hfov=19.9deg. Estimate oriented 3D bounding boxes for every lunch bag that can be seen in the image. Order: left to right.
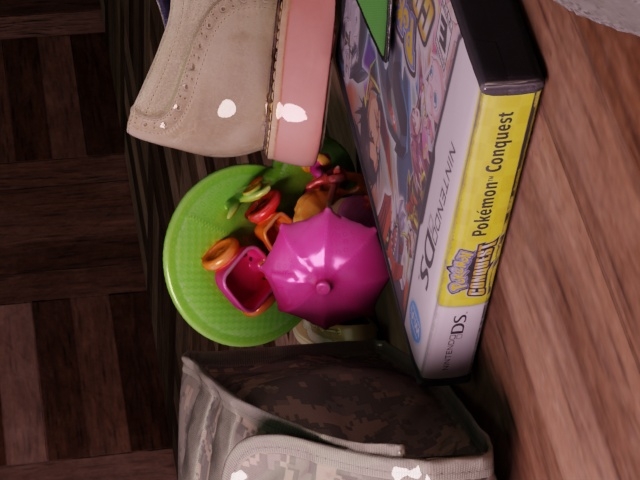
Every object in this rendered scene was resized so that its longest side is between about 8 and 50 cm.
[{"bbox_3d":[0.015,0.202,1.067,0.287,0.169,0.235,-155,63,-69],"label":"lunch bag"}]

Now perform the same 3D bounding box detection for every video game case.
[{"bbox_3d":[0.057,-0.098,1.036,0.248,0.035,0.274,97,164,-50],"label":"video game case"}]

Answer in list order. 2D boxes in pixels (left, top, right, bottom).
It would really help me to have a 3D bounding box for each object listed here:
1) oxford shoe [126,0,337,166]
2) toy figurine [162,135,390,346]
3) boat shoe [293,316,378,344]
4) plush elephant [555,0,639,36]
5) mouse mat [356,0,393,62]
[{"bbox_3d":[-0.061,-0.248,1.235,0.140,0.147,0.396,102,169,-72],"label":"oxford shoe"},{"bbox_3d":[0.000,0.000,1.227,0.130,0.173,0.159,51,160,-22],"label":"toy figurine"},{"bbox_3d":[0.015,0.060,1.322,0.135,0.050,0.045,-143,53,-65],"label":"boat shoe"},{"bbox_3d":[0.030,-0.269,0.594,0.272,0.255,0.330,19,161,37],"label":"plush elephant"},{"bbox_3d":[0.024,-0.209,1.055,0.189,0.007,0.152,-105,15,-55],"label":"mouse mat"}]
